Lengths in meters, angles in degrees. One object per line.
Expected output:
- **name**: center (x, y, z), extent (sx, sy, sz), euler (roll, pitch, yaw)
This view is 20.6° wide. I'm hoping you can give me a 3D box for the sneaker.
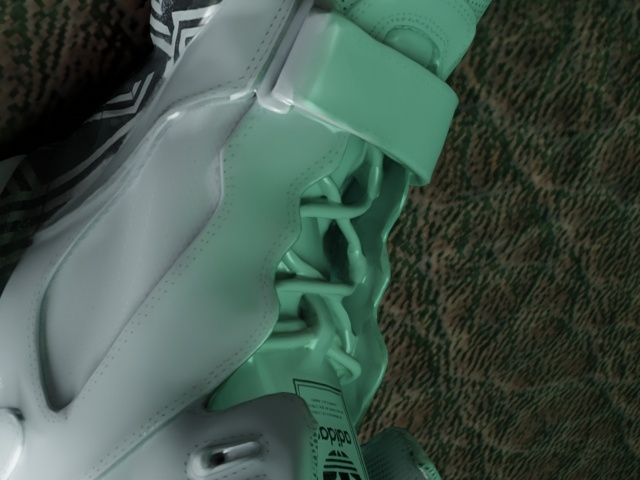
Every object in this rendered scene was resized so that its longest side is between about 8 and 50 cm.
- **sneaker**: center (0.000, 0.000, 0.613), extent (0.366, 0.210, 0.137), euler (-47, 149, 13)
